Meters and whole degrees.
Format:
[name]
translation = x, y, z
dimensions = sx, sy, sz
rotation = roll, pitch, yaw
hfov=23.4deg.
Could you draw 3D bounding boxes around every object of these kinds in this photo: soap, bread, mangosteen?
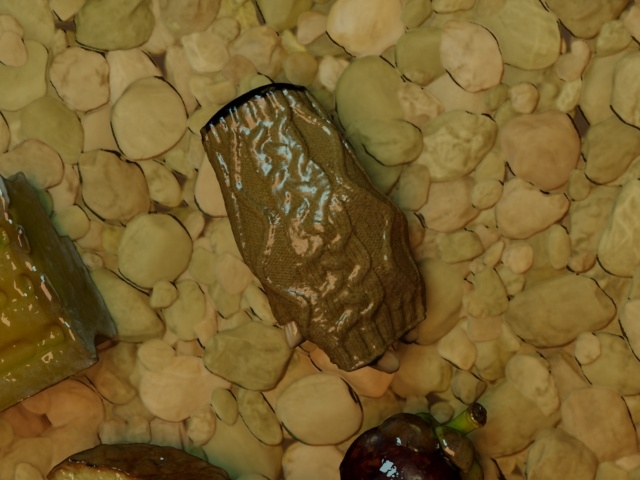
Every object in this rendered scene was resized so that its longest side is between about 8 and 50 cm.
[soap]
translation = -0.427, 0.082, 1.851
dimensions = 0.281, 0.143, 0.259
rotation = -25, 98, 16
[bread]
translation = -0.188, 0.313, 1.845
dimensions = 0.260, 0.134, 0.129
rotation = 18, 116, 23
[mangosteen]
translation = 0.106, 0.256, 1.775
dimensions = 0.146, 0.156, 0.181
rotation = 16, 74, 35

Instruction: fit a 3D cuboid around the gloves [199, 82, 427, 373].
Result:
[gloves]
translation = -0.008, -0.003, 1.734
dimensions = 0.203, 0.155, 0.356
rotation = -30, 96, 20
